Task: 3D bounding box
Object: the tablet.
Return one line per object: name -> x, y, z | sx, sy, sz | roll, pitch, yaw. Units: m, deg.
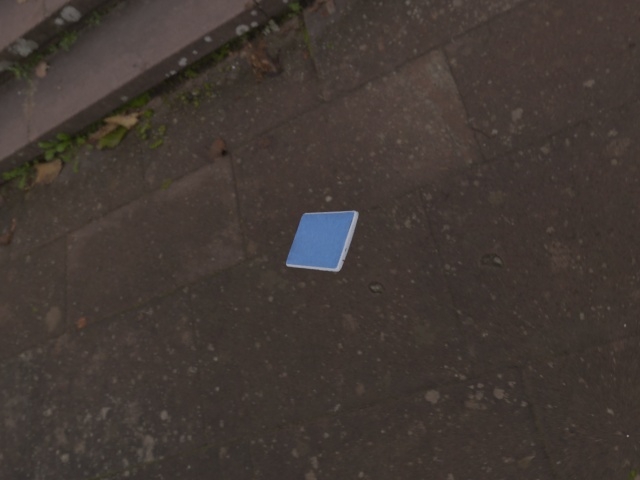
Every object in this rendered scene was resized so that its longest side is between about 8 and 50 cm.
tablet -> 0.000, 0.000, 0.483 | 0.083, 0.006, 0.054 | 1, 69, 55
